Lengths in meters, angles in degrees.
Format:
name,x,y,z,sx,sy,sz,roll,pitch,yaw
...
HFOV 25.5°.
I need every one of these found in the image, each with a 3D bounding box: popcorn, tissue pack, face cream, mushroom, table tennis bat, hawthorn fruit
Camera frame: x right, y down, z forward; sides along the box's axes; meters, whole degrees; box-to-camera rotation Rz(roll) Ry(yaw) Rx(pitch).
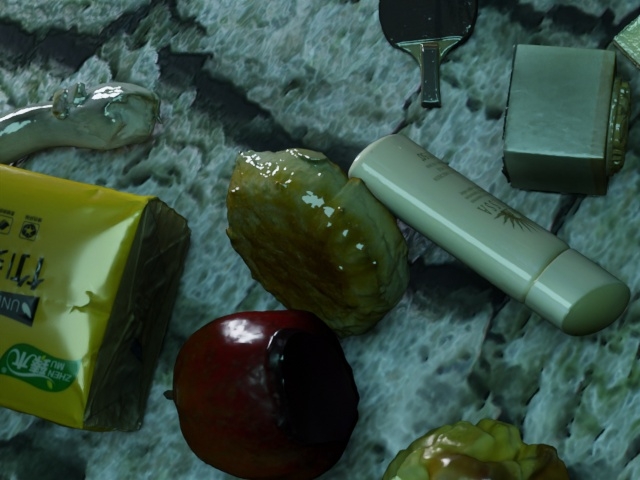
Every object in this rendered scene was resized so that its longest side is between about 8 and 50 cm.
name,x,y,z,sx,sy,sz,roll,pitch,yaw
popcorn,0.158,0.357,1.591,0.332,0.225,0.265,-41,60,21
tissue pack,-0.391,0.057,1.746,0.381,0.228,0.293,14,82,12
face cream,0.203,-0.004,1.688,0.348,0.173,0.081,35,109,16
mushroom,-0.340,-0.149,1.866,0.278,0.099,0.096,-10,65,13
table tennis bat,0.141,-0.278,1.843,0.130,0.019,0.220,-3,74,11
hawthorn fruit,-0.078,0.187,1.675,0.249,0.215,0.215,-7,75,19

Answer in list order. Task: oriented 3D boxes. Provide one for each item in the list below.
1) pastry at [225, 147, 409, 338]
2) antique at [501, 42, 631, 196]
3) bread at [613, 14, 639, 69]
name,x,y,z,sx,sy,sz,roll,pitch,yaw
pastry,0.002,-0.003,1.692,0.235,0.257,0.121,25,53,28
antique,0.300,-0.143,1.712,0.148,0.152,0.147,5,76,14
bread,0.447,-0.277,1.782,0.153,0.028,0.068,-41,73,0
